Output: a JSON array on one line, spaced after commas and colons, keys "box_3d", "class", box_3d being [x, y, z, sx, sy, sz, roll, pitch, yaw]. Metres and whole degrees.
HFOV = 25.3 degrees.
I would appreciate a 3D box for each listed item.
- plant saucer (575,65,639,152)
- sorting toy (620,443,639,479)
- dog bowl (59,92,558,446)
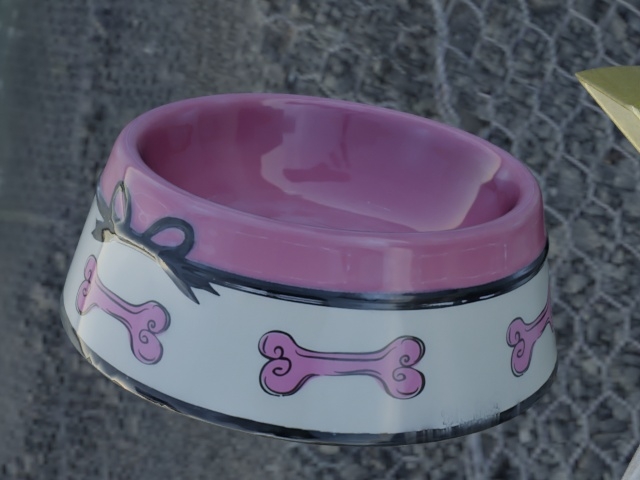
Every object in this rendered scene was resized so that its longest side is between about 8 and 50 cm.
[{"box_3d": [0.450, -0.074, 1.623, 0.081, 0.332, 0.333, -41, 101, 8], "class": "plant saucer"}, {"box_3d": [0.185, 0.089, 0.474, 0.208, 0.193, 0.038, 50, 144, -15], "class": "sorting toy"}, {"box_3d": [0.000, 0.000, 1.146, 0.408, 0.408, 0.150, 23, 116, 34], "class": "dog bowl"}]
